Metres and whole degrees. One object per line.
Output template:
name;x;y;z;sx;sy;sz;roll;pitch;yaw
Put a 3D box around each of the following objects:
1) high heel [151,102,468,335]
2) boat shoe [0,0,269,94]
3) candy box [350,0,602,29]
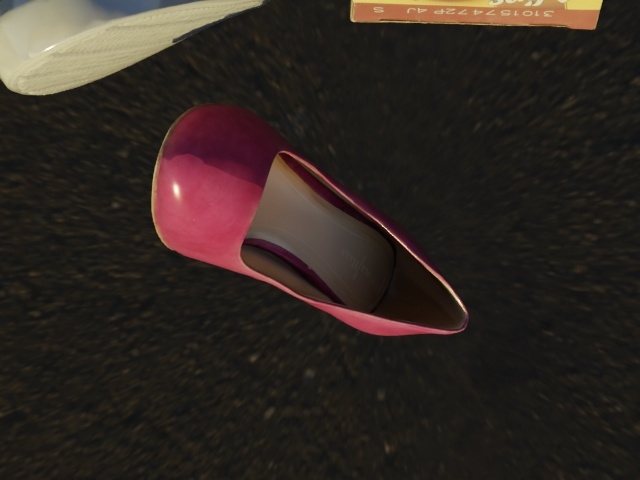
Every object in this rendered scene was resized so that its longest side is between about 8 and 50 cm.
high heel;0.000;0.000;0.861;0.117;0.244;0.082;21;78;21
boat shoe;-0.082;-0.158;0.834;0.121;0.335;0.119;-21;99;22
candy box;0.070;-0.183;0.751;0.109;0.053;0.187;2;61;0
